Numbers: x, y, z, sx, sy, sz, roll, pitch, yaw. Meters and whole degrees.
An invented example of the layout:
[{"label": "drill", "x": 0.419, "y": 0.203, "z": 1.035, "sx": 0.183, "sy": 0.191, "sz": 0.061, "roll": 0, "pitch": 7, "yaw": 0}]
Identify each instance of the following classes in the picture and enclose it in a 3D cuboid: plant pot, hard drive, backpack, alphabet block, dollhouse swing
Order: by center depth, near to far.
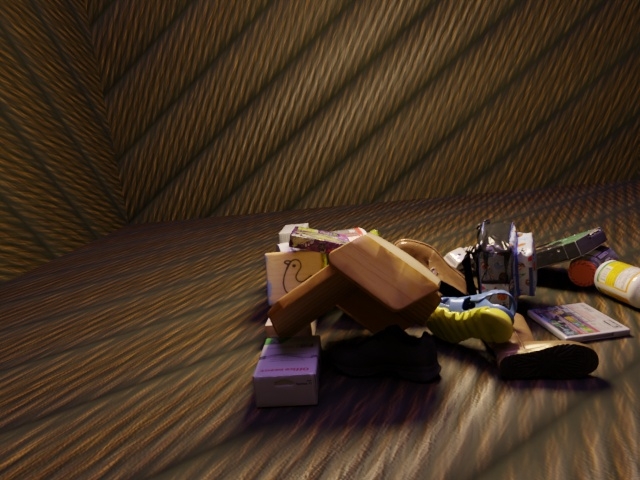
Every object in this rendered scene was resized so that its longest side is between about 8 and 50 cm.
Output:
[{"label": "dollhouse swing", "x": 0.085, "y": 0.204, "z": 1.245, "sx": 0.315, "sy": 0.347, "sz": 0.305, "roll": 36, "pitch": 71, "yaw": 15}, {"label": "backpack", "x": 0.580, "y": 0.092, "z": 1.511, "sx": 0.213, "sy": 0.263, "sz": 0.276, "roll": 9, "pitch": 26, "yaw": 25}, {"label": "plant pot", "x": 0.244, "y": 0.138, "z": 1.556, "sx": 0.274, "sy": 0.256, "sz": 0.256, "roll": 21, "pitch": 23, "yaw": 21}, {"label": "alphabet block", "x": -0.078, "y": 0.132, "z": 1.689, "sx": 0.197, "sy": 0.192, "sz": 0.193, "roll": -5, "pitch": -2, "yaw": 6}, {"label": "hard drive", "x": 0.830, "y": 0.051, "z": 1.730, "sx": 0.237, "sy": 0.064, "sz": 0.339, "roll": -17, "pitch": -8, "yaw": -40}]

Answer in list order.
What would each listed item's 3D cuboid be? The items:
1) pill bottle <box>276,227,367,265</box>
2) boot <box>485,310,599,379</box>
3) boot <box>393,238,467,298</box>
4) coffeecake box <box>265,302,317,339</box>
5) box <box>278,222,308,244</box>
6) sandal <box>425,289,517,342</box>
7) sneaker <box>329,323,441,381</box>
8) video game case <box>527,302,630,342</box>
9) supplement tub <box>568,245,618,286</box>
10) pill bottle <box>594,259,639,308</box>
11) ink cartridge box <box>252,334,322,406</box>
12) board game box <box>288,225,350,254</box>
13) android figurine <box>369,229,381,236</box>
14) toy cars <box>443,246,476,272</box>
[{"label": "pill bottle", "x": 0.015, "y": 0.074, "z": 1.920, "sx": 0.363, "sy": 0.210, "sz": 0.210, "roll": -9, "pitch": 14, "yaw": -14}, {"label": "boot", "x": 0.547, "y": 0.254, "z": 1.229, "sx": 0.236, "sy": 0.089, "sz": 0.269, "roll": -3, "pitch": 13, "yaw": 10}, {"label": "boot", "x": 0.382, "y": 0.101, "z": 1.631, "sx": 0.305, "sy": 0.112, "sz": 0.115, "roll": 34, "pitch": 25, "yaw": 0}, {"label": "coffeecake box", "x": -0.087, "y": 0.259, "z": 1.506, "sx": 0.142, "sy": 0.068, "sz": 0.185, "roll": -4, "pitch": 14, "yaw": 6}, {"label": "box", "x": -0.115, "y": 0.026, "z": 2.234, "sx": 0.119, "sy": 0.182, "sz": 0.181, "roll": -5, "pitch": 13, "yaw": 7}, {"label": "sandal", "x": 0.406, "y": 0.200, "z": 1.288, "sx": 0.138, "sy": 0.126, "sz": 0.317, "roll": -38, "pitch": 18, "yaw": -30}, {"label": "sneaker", "x": 0.160, "y": 0.276, "z": 1.210, "sx": 0.286, "sy": 0.130, "sz": 0.109, "roll": -3, "pitch": 16, "yaw": 18}, {"label": "video game case", "x": 0.735, "y": 0.235, "z": 1.362, "sx": 0.183, "sy": 0.023, "sz": 0.201, "roll": -7, "pitch": 15, "yaw": -4}, {"label": "supplement tub", "x": 0.954, "y": 0.092, "z": 1.658, "sx": 0.190, "sy": 0.117, "sz": 0.117, "roll": -18, "pitch": 18, "yaw": -39}, {"label": "pill bottle", "x": 0.965, "y": 0.141, "z": 1.452, "sx": 0.118, "sy": 0.117, "sz": 0.208, "roll": -8, "pitch": 13, "yaw": -8}, {"label": "ink cartridge box", "x": -0.077, "y": 0.325, "z": 1.192, "sx": 0.153, "sy": 0.087, "sz": 0.208, "roll": -4, "pitch": 13, "yaw": 5}, {"label": "board game box", "x": 0.000, "y": 0.000, "z": 1.665, "sx": 0.208, "sy": 0.056, "sz": 0.347, "roll": 6, "pitch": 6, "yaw": -1}, {"label": "android figurine", "x": 0.143, "y": 0.096, "z": 1.739, "sx": 0.056, "sy": 0.273, "sz": 0.248, "roll": 27, "pitch": -13, "yaw": 23}, {"label": "toy cars", "x": 0.448, "y": 0.069, "z": 1.888, "sx": 0.394, "sy": 0.087, "sz": 0.176, "roll": 3, "pitch": 44, "yaw": 21}]
